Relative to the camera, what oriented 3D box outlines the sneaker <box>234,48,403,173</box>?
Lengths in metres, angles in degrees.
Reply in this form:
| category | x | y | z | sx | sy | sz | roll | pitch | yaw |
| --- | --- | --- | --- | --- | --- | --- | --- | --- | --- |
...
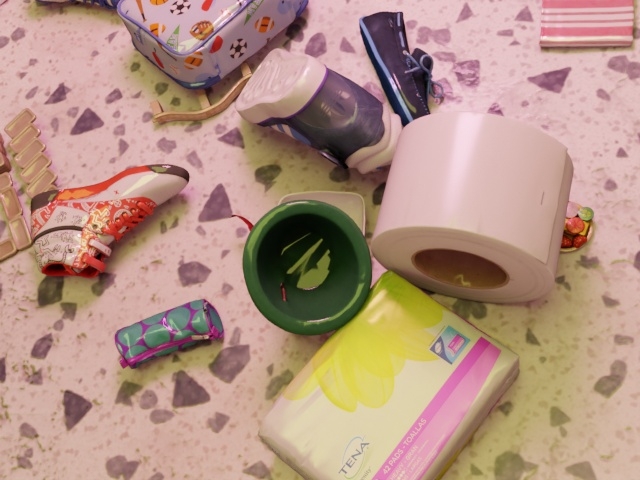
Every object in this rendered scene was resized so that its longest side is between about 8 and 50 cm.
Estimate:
| category | x | y | z | sx | sy | sz | roll | pitch | yaw |
| --- | --- | --- | --- | --- | --- | --- | --- | --- | --- |
| sneaker | 0.011 | -0.181 | 1.359 | 0.130 | 0.236 | 0.323 | -57 | 21 | -3 |

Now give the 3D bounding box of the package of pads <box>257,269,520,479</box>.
| category | x | y | z | sx | sy | sz | roll | pitch | yaw |
| --- | --- | --- | --- | --- | --- | --- | --- | --- | --- |
| package of pads | 0.087 | 0.211 | 1.165 | 0.229 | 0.101 | 0.296 | 34 | 77 | 24 |

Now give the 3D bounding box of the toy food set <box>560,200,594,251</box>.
| category | x | y | z | sx | sy | sz | roll | pitch | yaw |
| --- | --- | --- | --- | --- | --- | --- | --- | --- | --- |
| toy food set | 0.348 | -0.023 | 1.254 | 0.083 | 0.020 | 0.083 | 17 | 71 | 21 |

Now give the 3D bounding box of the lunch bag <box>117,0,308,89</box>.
| category | x | y | z | sx | sy | sz | roll | pitch | yaw |
| --- | --- | --- | --- | --- | --- | --- | --- | --- | --- |
| lunch bag | -0.181 | -0.413 | 1.501 | 0.303 | 0.115 | 0.243 | -41 | 57 | -15 |

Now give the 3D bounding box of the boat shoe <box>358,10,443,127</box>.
| category | x | y | z | sx | sy | sz | roll | pitch | yaw |
| --- | --- | --- | --- | --- | --- | --- | --- | --- | --- |
| boat shoe | 0.135 | -0.275 | 1.376 | 0.089 | 0.109 | 0.258 | -20 | 65 | 0 |

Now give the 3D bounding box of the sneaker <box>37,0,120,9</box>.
| category | x | y | z | sx | sy | sz | roll | pitch | yaw |
| --- | --- | --- | --- | --- | --- | --- | --- | --- | --- |
| sneaker | -0.401 | -0.477 | 1.595 | 0.296 | 0.112 | 0.131 | -14 | 64 | 8 |

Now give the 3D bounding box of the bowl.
| category | x | y | z | sx | sy | sz | roll | pitch | yaw |
| --- | --- | --- | --- | --- | --- | --- | --- | --- | --- |
| bowl | 0.000 | 0.000 | 1.311 | 0.142 | 0.053 | 0.142 | 0 | 66 | 13 |

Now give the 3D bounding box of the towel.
| category | x | y | z | sx | sy | sz | roll | pitch | yaw |
| --- | --- | --- | --- | --- | --- | --- | --- | --- | --- |
| towel | 0.427 | -0.392 | 1.403 | 0.144 | 0.029 | 0.197 | 3 | 69 | 15 |

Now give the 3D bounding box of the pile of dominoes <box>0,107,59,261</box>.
| category | x | y | z | sx | sy | sz | roll | pitch | yaw |
| --- | --- | --- | --- | --- | --- | --- | --- | --- | --- |
| pile of dominoes | -0.539 | -0.085 | 1.504 | 0.195 | 0.040 | 0.251 | -26 | 71 | 0 |

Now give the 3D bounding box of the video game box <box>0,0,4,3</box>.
| category | x | y | z | sx | sy | sz | roll | pitch | yaw |
| --- | --- | --- | --- | --- | --- | --- | --- | --- | --- |
| video game box | -0.625 | -0.579 | 1.733 | 0.187 | 0.048 | 0.205 | -39 | 63 | -8 |

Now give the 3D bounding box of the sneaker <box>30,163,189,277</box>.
| category | x | y | z | sx | sy | sz | roll | pitch | yaw |
| --- | --- | --- | --- | --- | --- | --- | --- | --- | --- |
| sneaker | -0.327 | -0.023 | 1.384 | 0.270 | 0.090 | 0.145 | -13 | 68 | 8 |

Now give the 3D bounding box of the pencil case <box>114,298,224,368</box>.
| category | x | y | z | sx | sy | sz | roll | pitch | yaw |
| --- | --- | --- | --- | --- | --- | --- | --- | --- | --- |
| pencil case | -0.224 | 0.138 | 1.295 | 0.151 | 0.065 | 0.070 | -21 | 38 | 4 |

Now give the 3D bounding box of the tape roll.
| category | x | y | z | sx | sy | sz | roll | pitch | yaw |
| --- | --- | --- | --- | --- | --- | --- | --- | --- | --- |
| tape roll | 0.202 | -0.037 | 1.171 | 0.246 | 0.246 | 0.169 | 10 | 69 | 18 |

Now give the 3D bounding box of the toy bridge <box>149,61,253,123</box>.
| category | x | y | z | sx | sy | sz | roll | pitch | yaw |
| --- | --- | --- | --- | --- | --- | --- | --- | --- | --- |
| toy bridge | -0.198 | -0.239 | 1.483 | 0.188 | 0.026 | 0.063 | -24 | 63 | 1 |

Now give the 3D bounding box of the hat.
| category | x | y | z | sx | sy | sz | roll | pitch | yaw |
| --- | --- | --- | --- | --- | --- | --- | --- | --- | --- |
| hat | -0.024 | 0.029 | 1.254 | 0.172 | 0.183 | 0.209 | -18 | 87 | -3 |
